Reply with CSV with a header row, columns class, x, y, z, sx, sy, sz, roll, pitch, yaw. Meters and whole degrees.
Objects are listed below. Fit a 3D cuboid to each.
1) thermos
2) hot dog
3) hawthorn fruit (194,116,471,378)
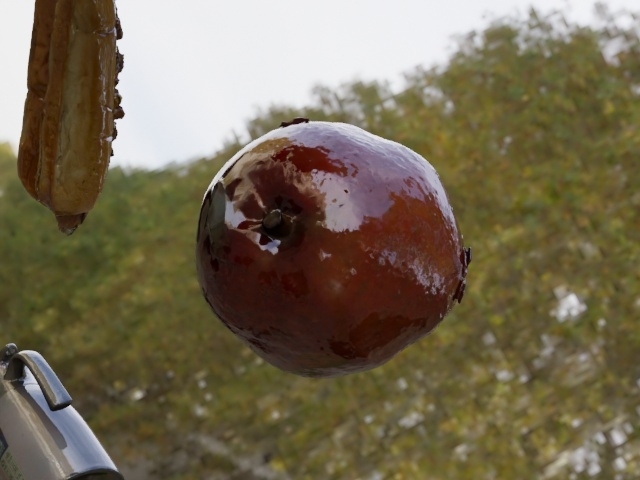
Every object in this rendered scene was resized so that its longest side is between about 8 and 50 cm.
class,x,y,z,sx,sy,sz,roll,pitch,yaw
thermos,-0.276,0.187,1.511,0.193,0.105,0.137,51,-41,38
hot dog,-0.206,-0.126,1.298,0.102,0.076,0.249,28,-64,51
hawthorn fruit,0.000,0.000,1.039,0.185,0.185,0.202,58,12,20
